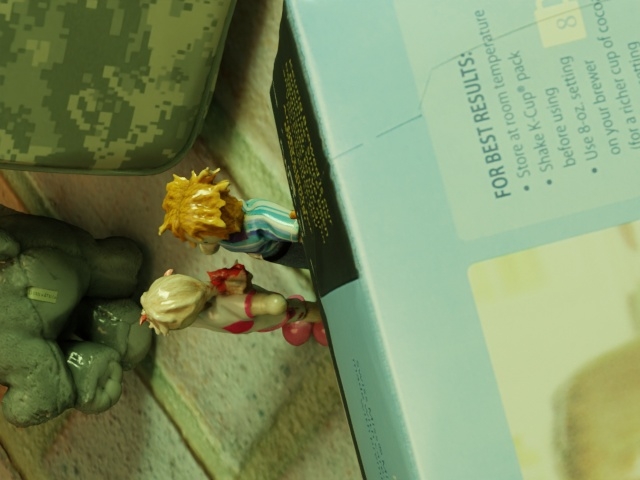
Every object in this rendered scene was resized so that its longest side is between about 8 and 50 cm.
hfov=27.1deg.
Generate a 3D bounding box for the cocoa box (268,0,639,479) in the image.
[{"bbox_3d":[0.130,0.060,0.530,0.228,0.232,0.347,122,134,-84],"label":"cocoa box"}]

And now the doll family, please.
[{"bbox_3d":[0.000,0.000,0.753,0.263,0.163,0.118,-4,79,43],"label":"doll family"}]

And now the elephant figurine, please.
[{"bbox_3d":[-0.259,0.053,0.989,0.240,0.169,0.185,4,105,37],"label":"elephant figurine"}]

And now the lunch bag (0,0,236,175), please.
[{"bbox_3d":[-0.193,-0.211,0.879,0.256,0.213,0.305,39,121,50],"label":"lunch bag"}]
